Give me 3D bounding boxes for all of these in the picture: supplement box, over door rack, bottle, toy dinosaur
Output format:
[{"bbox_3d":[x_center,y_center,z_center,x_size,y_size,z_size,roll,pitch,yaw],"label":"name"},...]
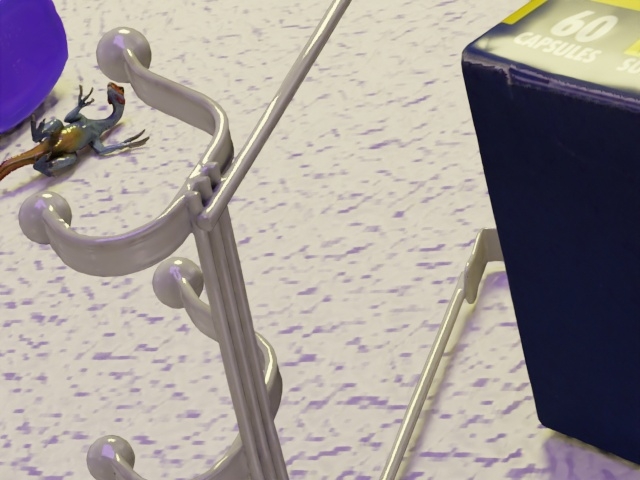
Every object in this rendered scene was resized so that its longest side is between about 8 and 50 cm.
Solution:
[{"bbox_3d":[0.260,-0.062,0.811,0.356,0.195,0.194,-36,36,-31],"label":"supplement box"},{"bbox_3d":[0.000,0.000,0.792,0.108,0.239,0.324,11,40,29],"label":"over door rack"},{"bbox_3d":[-0.306,-0.131,1.279,0.283,0.092,0.118,7,44,33],"label":"bottle"},{"bbox_3d":[-0.153,-0.070,1.166,0.090,0.047,0.082,-14,11,23],"label":"toy dinosaur"}]
